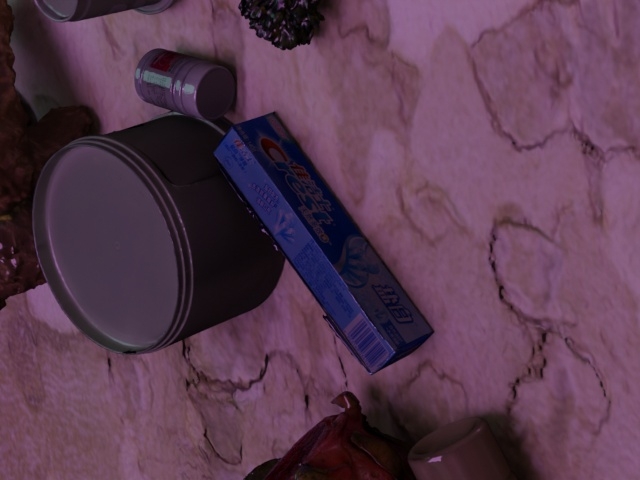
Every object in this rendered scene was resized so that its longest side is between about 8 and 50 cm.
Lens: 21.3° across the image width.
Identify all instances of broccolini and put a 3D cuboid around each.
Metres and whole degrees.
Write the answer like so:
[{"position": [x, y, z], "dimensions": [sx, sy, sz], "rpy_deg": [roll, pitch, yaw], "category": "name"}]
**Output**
[{"position": [-0.013, -0.260, 1.537], "dimensions": [0.091, 0.068, 0.203], "rpy_deg": [62, 140, 35], "category": "broccolini"}]

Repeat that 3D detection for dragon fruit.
[{"position": [0.005, 0.252, 1.617], "dimensions": [0.147, 0.211, 0.282], "rpy_deg": [52, 165, 2], "category": "dragon fruit"}]

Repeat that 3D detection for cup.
[{"position": [-0.211, -0.271, 1.673], "dimensions": [0.120, 0.141, 0.120], "rpy_deg": [19, 119, 37], "category": "cup"}]

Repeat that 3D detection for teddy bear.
[{"position": [-0.366, -0.102, 1.877], "dimensions": [0.222, 0.246, 0.296], "rpy_deg": [64, -173, -57], "category": "teddy bear"}]

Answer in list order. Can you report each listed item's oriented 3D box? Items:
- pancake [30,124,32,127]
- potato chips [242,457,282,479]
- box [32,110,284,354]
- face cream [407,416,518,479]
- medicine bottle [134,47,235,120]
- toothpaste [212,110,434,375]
[{"position": [-0.411, -0.097, 2.022], "dimensions": [0.250, 0.031, 0.250], "rpy_deg": [18, 117, 39], "category": "pancake"}, {"position": [-0.030, 0.333, 1.760], "dimensions": [0.026, 0.142, 0.209], "rpy_deg": [142, 141, -60], "category": "potato chips"}, {"position": [-0.165, -0.010, 1.728], "dimensions": [0.226, 0.149, 0.226], "rpy_deg": [18, 118, 38], "category": "box"}, {"position": [0.189, 0.330, 1.576], "dimensions": [0.137, 0.084, 0.341], "rpy_deg": [-18, 101, 49], "category": "face cream"}, {"position": [-0.136, -0.156, 1.704], "dimensions": [0.091, 0.058, 0.058], "rpy_deg": [20, 119, 38], "category": "medicine bottle"}, {"position": [0.000, 0.000, 1.628], "dimensions": [0.272, 0.066, 0.053], "rpy_deg": [54, 136, 14], "category": "toothpaste"}]
